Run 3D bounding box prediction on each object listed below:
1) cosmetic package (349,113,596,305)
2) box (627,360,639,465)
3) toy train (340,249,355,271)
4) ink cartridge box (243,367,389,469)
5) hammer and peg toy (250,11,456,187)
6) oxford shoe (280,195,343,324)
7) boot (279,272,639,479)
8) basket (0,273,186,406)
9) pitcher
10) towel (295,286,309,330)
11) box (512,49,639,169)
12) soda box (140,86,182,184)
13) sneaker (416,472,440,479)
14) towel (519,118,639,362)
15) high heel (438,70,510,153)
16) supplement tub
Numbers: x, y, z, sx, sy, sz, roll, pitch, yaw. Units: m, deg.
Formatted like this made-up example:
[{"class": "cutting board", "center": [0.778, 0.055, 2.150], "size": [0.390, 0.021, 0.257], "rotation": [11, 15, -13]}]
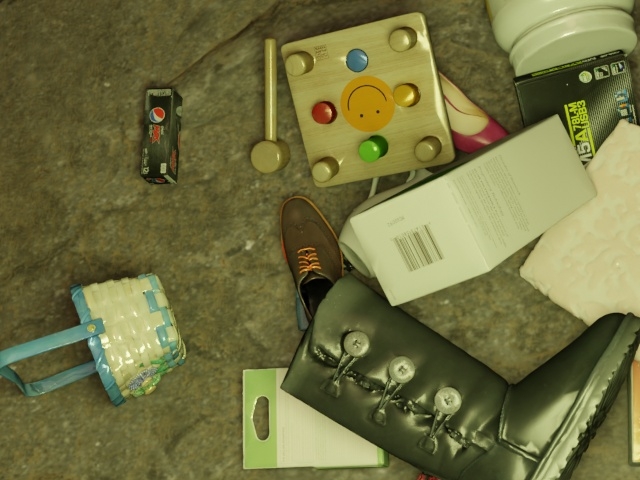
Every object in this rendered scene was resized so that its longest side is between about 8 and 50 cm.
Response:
[{"class": "cosmetic package", "center": [0.240, -0.050, 1.738], "size": [0.197, 0.365, 0.155], "rotation": [-25, 94, 40]}, {"class": "box", "center": [0.544, 0.264, 1.775], "size": [0.130, 0.091, 0.170], "rotation": [0, 76, 11]}, {"class": "toy train", "center": [0.000, 0.000, 1.986], "size": [0.158, 0.027, 0.036], "rotation": [41, 97, 17]}, {"class": "ink cartridge box", "center": [-0.008, 0.293, 1.895], "size": [0.235, 0.056, 0.171], "rotation": [-5, 74, 13]}, {"class": "hammer and peg toy", "center": [0.028, -0.227, 1.920], "size": [0.361, 0.127, 0.266], "rotation": [-9, 102, 20]}, {"class": "oxford shoe", "center": [-0.007, 0.042, 1.906], "size": [0.097, 0.098, 0.271], "rotation": [-20, 73, 2]}, {"class": "boot", "center": [0.209, 0.175, 1.727], "size": [0.445, 0.146, 0.367], "rotation": [28, 78, 23]}, {"class": "basket", "center": [-0.376, 0.178, 1.893], "size": [0.289, 0.255, 0.201], "rotation": [-17, 75, -5]}, {"class": "pitcher", "center": [0.116, -0.047, 1.937], "size": [0.207, 0.125, 0.178], "rotation": [-41, 51, -12]}, {"class": "towel", "center": [-0.010, 0.096, 1.960], "size": [0.067, 0.029, 0.119], "rotation": [-4, 74, 7]}, {"class": "box", "center": [0.428, -0.200, 1.893], "size": [0.184, 0.045, 0.190], "rotation": [-14, 111, 5]}, {"class": "soda box", "center": [-0.287, -0.189, 2.072], "size": [0.053, 0.060, 0.169], "rotation": [-1, 76, 12]}, {"class": "sneaker", "center": [0.197, 0.416, 1.795], "size": [0.112, 0.121, 0.299], "rotation": [30, 90, -13]}, {"class": "towel", "center": [0.510, 0.008, 1.778], "size": [0.332, 0.053, 0.317], "rotation": [39, 101, 42]}, {"class": "high heel", "center": [0.231, -0.232, 1.949], "size": [0.244, 0.117, 0.082], "rotation": [39, 69, 20]}, {"class": "supplement tub", "center": [0.384, -0.452, 1.916], "size": [0.241, 0.241, 0.331], "rotation": [-14, 74, 7]}]
